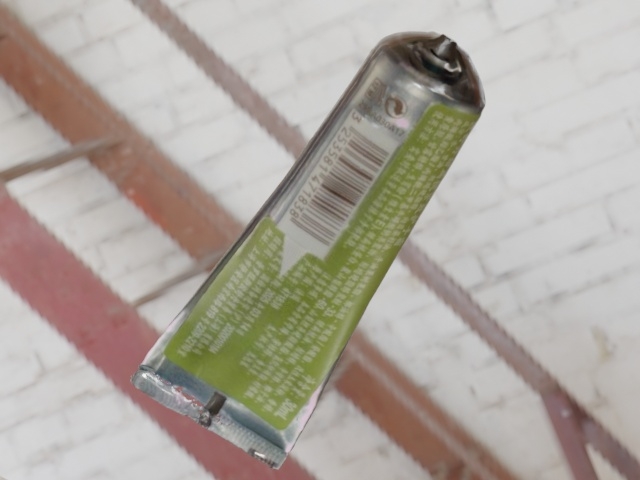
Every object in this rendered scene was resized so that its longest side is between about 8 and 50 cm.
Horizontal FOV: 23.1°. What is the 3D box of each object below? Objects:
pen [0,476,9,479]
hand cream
[{"bbox_3d":[-0.244,0.114,0.874,0.026,0.218,0.026,-57,14,22],"label":"pen"},{"bbox_3d":[0.000,0.000,0.730,0.235,0.086,0.055,-58,2,23],"label":"hand cream"}]
